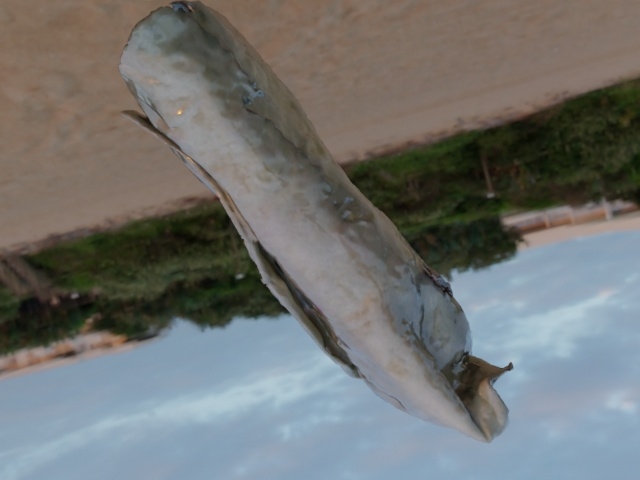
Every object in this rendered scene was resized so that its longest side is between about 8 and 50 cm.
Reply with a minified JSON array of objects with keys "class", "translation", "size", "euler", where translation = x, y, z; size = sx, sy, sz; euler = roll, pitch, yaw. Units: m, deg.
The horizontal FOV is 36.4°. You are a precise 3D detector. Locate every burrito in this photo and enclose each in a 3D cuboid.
[{"class":"burrito","translation":[0.000,0.000,0.410],"size":[0.060,0.226,0.087],"euler":[-40,-167,2]}]
